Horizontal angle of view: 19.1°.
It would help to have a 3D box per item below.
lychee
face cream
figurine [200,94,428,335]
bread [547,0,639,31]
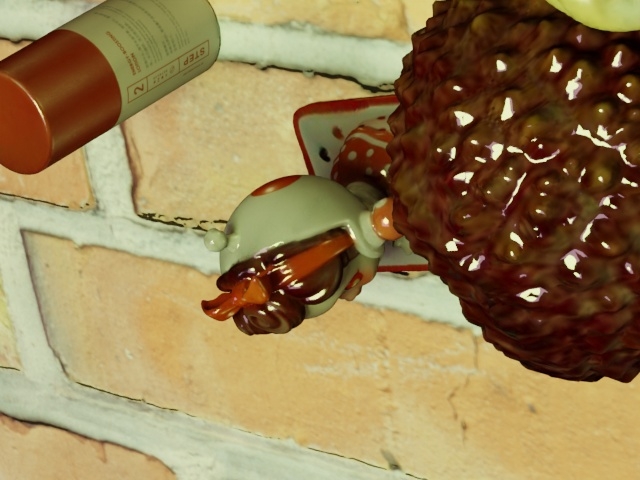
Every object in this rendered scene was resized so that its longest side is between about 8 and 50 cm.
[{"bbox_3d":[0.187,-0.057,1.270,0.330,0.306,0.306,-18,104,27],"label":"lychee"},{"bbox_3d":[-0.186,-0.141,1.582,0.096,0.214,0.095,22,130,29],"label":"face cream"},{"bbox_3d":[0.000,0.000,1.506,0.183,0.226,0.160,-3,113,41],"label":"figurine"},{"bbox_3d":[0.122,-0.302,1.122,0.210,0.341,0.300,-17,116,7],"label":"bread"}]
